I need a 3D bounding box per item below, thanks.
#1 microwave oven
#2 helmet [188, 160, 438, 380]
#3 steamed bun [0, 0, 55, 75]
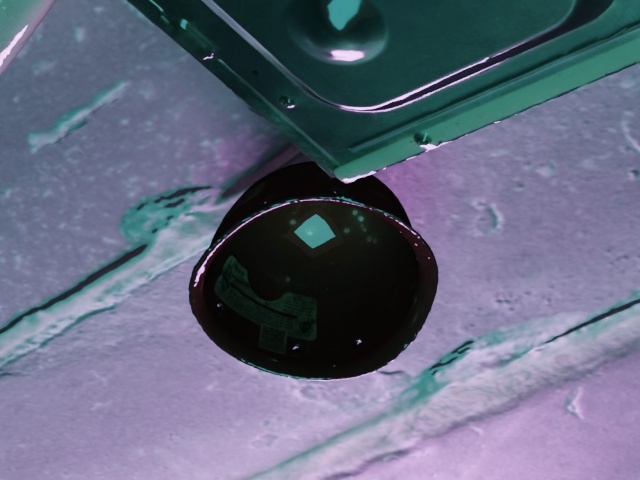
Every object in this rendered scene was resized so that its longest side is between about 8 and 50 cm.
[{"bbox_3d":[-0.025,-0.271,0.697,0.247,0.333,0.394,-20,132,39],"label":"microwave oven"},{"bbox_3d":[0.000,0.000,1.157,0.155,0.106,0.175,22,135,-15],"label":"helmet"},{"bbox_3d":[-0.210,-0.175,0.957,0.146,0.164,0.241,30,136,-20],"label":"steamed bun"}]
